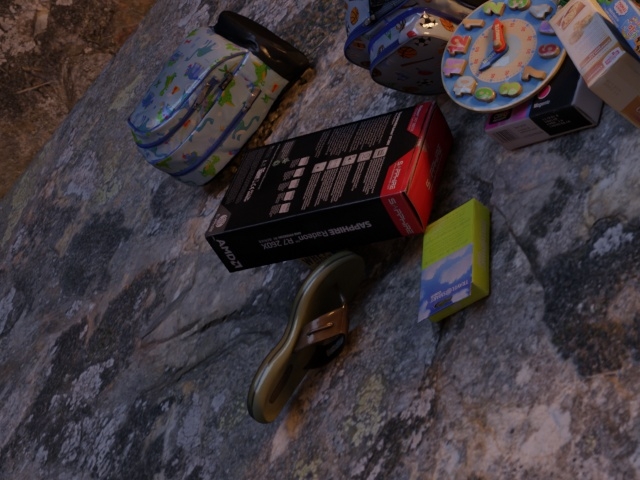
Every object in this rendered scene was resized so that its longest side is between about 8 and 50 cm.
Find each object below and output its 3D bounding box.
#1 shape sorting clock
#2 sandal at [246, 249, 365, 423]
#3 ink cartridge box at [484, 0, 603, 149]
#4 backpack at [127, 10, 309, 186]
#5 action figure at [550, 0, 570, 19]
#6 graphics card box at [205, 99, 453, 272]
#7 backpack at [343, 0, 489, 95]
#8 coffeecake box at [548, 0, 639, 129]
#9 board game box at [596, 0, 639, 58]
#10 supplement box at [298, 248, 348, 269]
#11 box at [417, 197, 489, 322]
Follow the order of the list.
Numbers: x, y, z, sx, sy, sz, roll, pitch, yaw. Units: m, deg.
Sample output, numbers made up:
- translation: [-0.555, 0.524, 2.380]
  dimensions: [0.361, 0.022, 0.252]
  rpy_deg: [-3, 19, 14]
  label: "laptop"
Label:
- translation: [0.268, -0.280, 1.903]
  dimensions: [0.206, 0.040, 0.206]
  rpy_deg: [-21, 52, 30]
  label: "shape sorting clock"
- translation: [-0.005, 0.157, 2.005]
  dimensions: [0.086, 0.120, 0.303]
  rpy_deg: [24, 82, 32]
  label: "sandal"
- translation: [0.370, -0.316, 1.932]
  dimensions: [0.176, 0.069, 0.371]
  rpy_deg: [-14, 47, 51]
  label: "ink cartridge box"
- translation: [-0.227, -0.286, 2.669]
  dimensions: [0.355, 0.273, 0.290]
  rpy_deg: [-63, 33, 14]
  label: "backpack"
- translation: [0.384, -0.395, 1.851]
  dimensions: [0.232, 0.063, 0.137]
  rpy_deg: [-64, 14, -20]
  label: "action figure"
- translation: [0.015, -0.084, 2.067]
  dimensions: [0.371, 0.094, 0.233]
  rpy_deg: [-12, 38, 29]
  label: "graphics card box"
- translation: [0.169, -0.352, 2.103]
  dimensions: [0.263, 0.276, 0.213]
  rpy_deg: [-16, 61, 55]
  label: "backpack"
- translation: [0.396, -0.233, 1.716]
  dimensions: [0.068, 0.142, 0.185]
  rpy_deg: [-45, 30, 22]
  label: "coffeecake box"
- translation: [0.438, -0.227, 1.627]
  dimensions: [0.039, 0.160, 0.211]
  rpy_deg: [-44, 31, 21]
  label: "board game box"
- translation: [0.000, 0.000, 2.156]
  dimensions: [0.056, 0.083, 0.083]
  rpy_deg: [-34, 34, 36]
  label: "supplement box"
- translation: [0.193, 0.036, 1.863]
  dimensions: [0.109, 0.042, 0.178]
  rpy_deg: [-33, 36, 38]
  label: "box"
